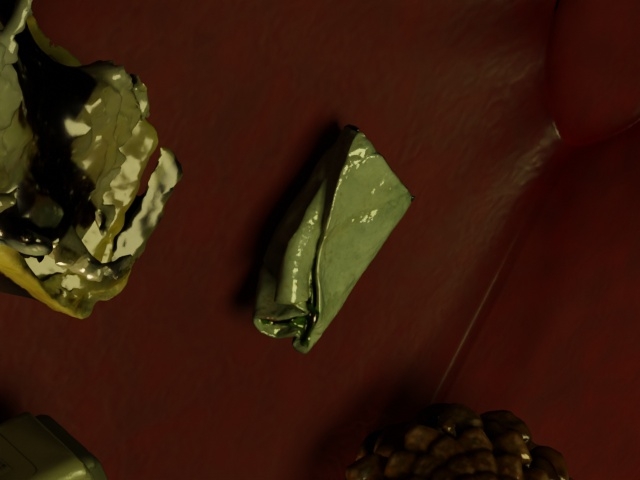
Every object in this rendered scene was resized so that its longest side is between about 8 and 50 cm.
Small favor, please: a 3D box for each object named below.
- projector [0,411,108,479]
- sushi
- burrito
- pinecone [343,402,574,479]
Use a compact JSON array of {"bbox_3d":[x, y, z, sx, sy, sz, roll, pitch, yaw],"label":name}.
[{"bbox_3d":[-0.180,0.231,0.999,0.194,0.088,0.269,-30,131,-27],"label":"projector"},{"bbox_3d":[-0.140,-0.063,0.814,0.139,0.131,0.291,-64,151,-9],"label":"sushi"},{"bbox_3d":[0.002,0.001,1.067,0.118,0.044,0.074,-55,142,-7],"label":"burrito"},{"bbox_3d":[0.082,0.177,1.181,0.174,0.174,0.173,-23,128,-33],"label":"pinecone"}]
